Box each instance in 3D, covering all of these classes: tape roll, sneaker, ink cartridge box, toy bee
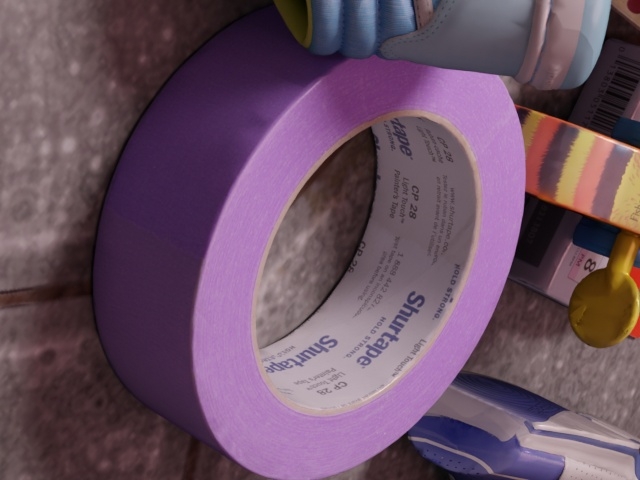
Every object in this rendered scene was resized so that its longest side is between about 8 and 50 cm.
[{"bbox_3d":[0.000,0.000,1.079,0.275,0.090,0.274,-26,129,-38],"label":"tape roll"},{"bbox_3d":[0.043,-0.237,0.972,0.127,0.208,0.319,102,-11,-71],"label":"sneaker"},{"bbox_3d":[0.244,-0.025,1.365,0.232,0.066,0.189,25,91,-47],"label":"ink cartridge box"},{"bbox_3d":[0.166,0.215,1.352,0.315,0.127,0.182,24,89,-53],"label":"sneaker"},{"bbox_3d":[0.244,-0.030,1.197,0.298,0.162,0.195,-4,101,-21],"label":"toy bee"}]

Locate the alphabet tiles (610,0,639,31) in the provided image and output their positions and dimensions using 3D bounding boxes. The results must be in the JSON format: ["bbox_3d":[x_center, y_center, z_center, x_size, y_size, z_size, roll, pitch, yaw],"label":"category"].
[{"bbox_3d":[0.354,-0.189,1.148,0.285,0.342,0.011,-45,155,0],"label":"alphabet tiles"}]
